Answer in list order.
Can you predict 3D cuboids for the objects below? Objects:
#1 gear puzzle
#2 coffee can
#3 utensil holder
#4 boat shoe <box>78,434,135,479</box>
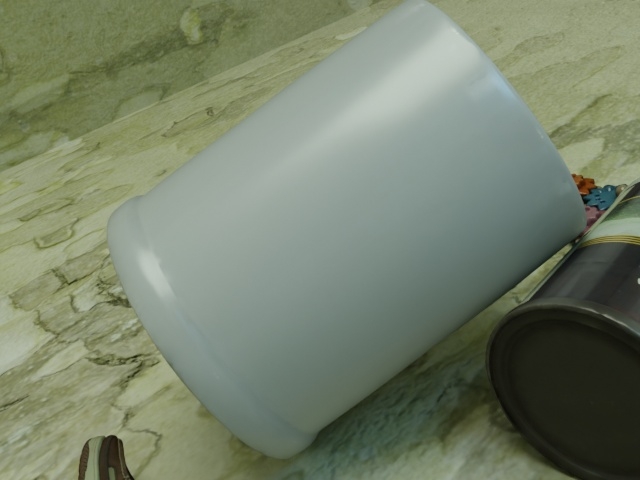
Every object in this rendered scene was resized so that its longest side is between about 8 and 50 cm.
[{"bbox_3d":[0.332,-0.079,1.199,0.175,0.044,0.338,-31,31,-28],"label":"gear puzzle"},{"bbox_3d":[0.319,0.075,0.737,0.201,0.202,0.275,12,37,42],"label":"coffee can"},{"bbox_3d":[0.027,-0.017,0.801,0.385,0.328,0.328,-38,27,5],"label":"utensil holder"},{"bbox_3d":[-0.184,0.288,0.739,0.095,0.095,0.257,-6,31,-13],"label":"boat shoe"}]
